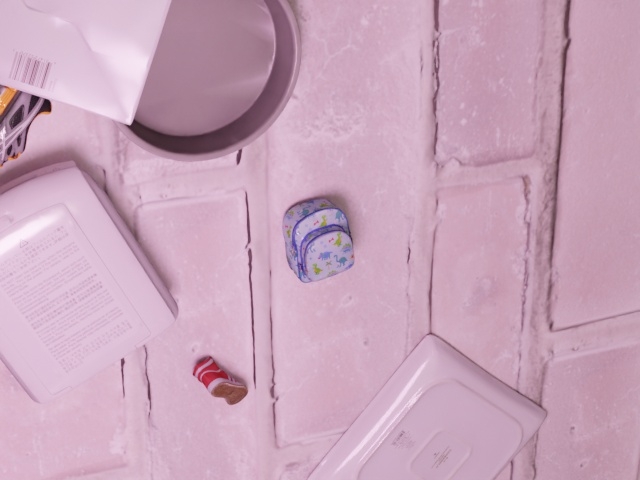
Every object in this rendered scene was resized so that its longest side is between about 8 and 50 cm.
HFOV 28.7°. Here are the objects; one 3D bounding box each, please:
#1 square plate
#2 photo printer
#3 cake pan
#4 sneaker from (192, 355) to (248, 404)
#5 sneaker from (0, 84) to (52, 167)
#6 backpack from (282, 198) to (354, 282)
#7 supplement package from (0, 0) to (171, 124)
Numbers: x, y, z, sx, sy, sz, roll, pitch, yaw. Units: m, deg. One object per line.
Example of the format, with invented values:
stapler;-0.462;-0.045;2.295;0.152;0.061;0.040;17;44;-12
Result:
square plate;0.201;0.377;2.221;0.344;0.049;0.347;35;97;-33
photo printer;-0.379;0.052;1.767;0.256;0.107;0.307;-33;123;-6
cake pan;-0.171;-0.254;1.736;0.293;0.054;0.293;-10;118;-19
sneaker;-0.161;0.223;1.995;0.042;0.067;0.118;-47;154;1
sneaker;-0.440;-0.127;1.668;0.083;0.084;0.215;33;98;-38
backpack;0.000;0.000;1.922;0.105;0.084;0.114;-20;119;-16
supplement package;-0.330;-0.289;1.555;0.262;0.145;0.204;17;106;-13
